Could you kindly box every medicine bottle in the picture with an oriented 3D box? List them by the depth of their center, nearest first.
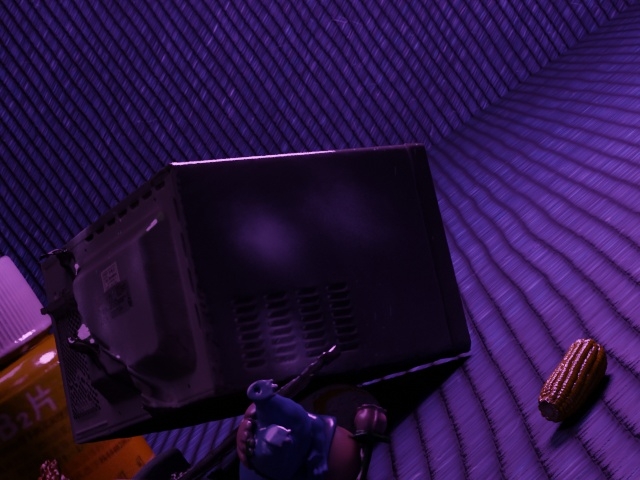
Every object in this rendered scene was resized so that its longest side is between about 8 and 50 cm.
[{"bbox_3d":[-0.404,0.229,1.813,0.224,0.384,0.224,-32,5,3],"label":"medicine bottle"}]

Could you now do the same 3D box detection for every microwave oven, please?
[{"bbox_3d":[-0.100,0.071,1.500,0.374,0.236,0.432,-6,-11,-30],"label":"microwave oven"}]

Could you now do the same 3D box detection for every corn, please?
[{"bbox_3d":[0.200,0.110,1.043,0.037,0.037,0.092,-30,7,46],"label":"corn"}]

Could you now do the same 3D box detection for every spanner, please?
[{"bbox_3d":[-0.087,0.199,1.300,0.325,0.026,0.093,-42,-9,31],"label":"spanner"}]

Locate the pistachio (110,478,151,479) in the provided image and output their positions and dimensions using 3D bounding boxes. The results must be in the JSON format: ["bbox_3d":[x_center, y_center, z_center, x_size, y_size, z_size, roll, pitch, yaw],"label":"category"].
[{"bbox_3d":[-0.151,0.288,1.174,0.137,0.153,0.238,-28,-24,-19],"label":"pistachio"}]

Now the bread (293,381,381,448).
[{"bbox_3d":[-0.009,0.202,1.355,0.157,0.083,0.094,-37,-6,4],"label":"bread"}]

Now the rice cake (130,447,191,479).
[{"bbox_3d":[-0.254,0.358,1.546,0.066,0.063,0.336,-35,5,36],"label":"rice cake"}]

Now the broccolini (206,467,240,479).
[{"bbox_3d":[-0.171,0.326,1.411,0.271,0.062,0.123,-37,-3,14],"label":"broccolini"}]

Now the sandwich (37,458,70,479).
[{"bbox_3d":[-0.341,0.373,1.570,0.160,0.109,0.185,-52,6,21],"label":"sandwich"}]

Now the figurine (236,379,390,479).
[{"bbox_3d":[-0.010,0.192,1.184,0.144,0.114,0.178,-6,-32,9],"label":"figurine"}]
